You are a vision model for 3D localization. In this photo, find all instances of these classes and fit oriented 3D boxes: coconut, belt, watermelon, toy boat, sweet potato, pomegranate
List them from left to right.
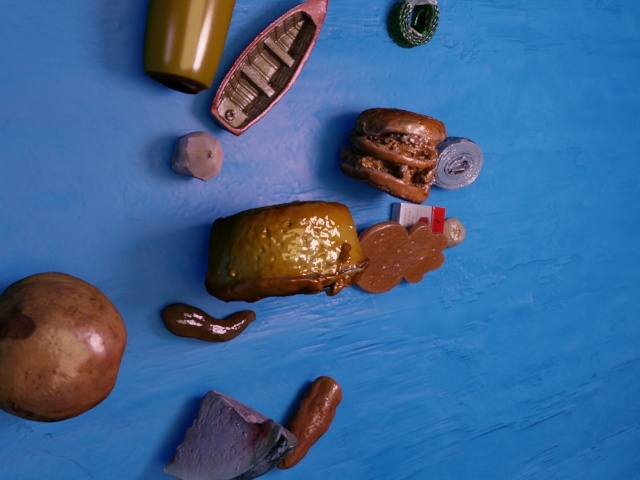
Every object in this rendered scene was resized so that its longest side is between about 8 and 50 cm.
[{"bbox_3d":[-0.495,0.195,1.229,0.281,0.281,0.281,-3,95,-30],"label":"pomegranate"},{"bbox_3d":[-0.260,-0.178,1.413,0.110,0.124,0.110,-2,93,-31],"label":"coconut"},{"bbox_3d":[-0.248,0.189,1.489,0.233,0.062,0.081,10,88,-33],"label":"sweet potato"},{"bbox_3d":[-0.172,0.422,1.486,0.289,0.320,0.214,-6,69,-59],"label":"watermelon"},{"bbox_3d":[-0.112,-0.409,1.507,0.136,0.079,0.392,41,75,-23],"label":"toy boat"},{"bbox_3d":[-0.029,0.450,1.618,0.097,0.097,0.252,33,82,-27],"label":"sweet potato"},{"bbox_3d":[0.246,-0.572,1.697,0.121,0.079,0.151,28,79,-28],"label":"belt"},{"bbox_3d":[0.355,-0.210,1.787,0.163,0.082,0.148,14,97,-33],"label":"belt"}]

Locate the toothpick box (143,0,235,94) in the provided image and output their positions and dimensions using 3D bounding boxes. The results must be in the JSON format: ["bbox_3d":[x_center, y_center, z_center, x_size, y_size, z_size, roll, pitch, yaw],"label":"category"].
[{"bbox_3d":[-0.273,-0.447,1.360,0.175,0.175,0.271,11,91,-30],"label":"toothpick box"}]

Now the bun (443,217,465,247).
[{"bbox_3d":[0.367,-0.022,1.824,0.086,0.055,0.086,-2,94,-29],"label":"bun"}]

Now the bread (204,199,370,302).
[{"bbox_3d":[-0.079,0.021,1.402,0.336,0.358,0.204,-14,96,-30],"label":"bread"}]

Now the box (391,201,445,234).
[{"bbox_3d":[0.261,-0.046,1.767,0.152,0.048,0.100,4,95,-28],"label":"box"}]

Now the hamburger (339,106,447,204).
[{"bbox_3d":[0.175,-0.216,1.611,0.245,0.260,0.211,19,103,13],"label":"hamburger"}]

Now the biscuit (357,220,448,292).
[{"bbox_3d":[0.198,0.036,1.708,0.288,0.044,0.202,-12,119,-23],"label":"biscuit"}]
